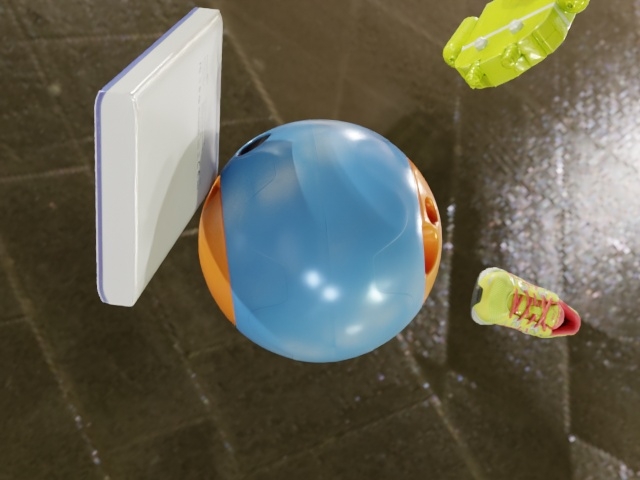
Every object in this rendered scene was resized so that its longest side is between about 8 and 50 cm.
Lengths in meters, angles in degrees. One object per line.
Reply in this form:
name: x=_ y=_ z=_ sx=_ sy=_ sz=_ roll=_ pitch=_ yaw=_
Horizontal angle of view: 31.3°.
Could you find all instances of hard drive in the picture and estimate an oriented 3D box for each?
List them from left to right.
hard drive: x=-0.159 y=-0.099 z=1.173 sx=0.040 sy=0.210 sz=0.318 roll=8 pitch=25 yaw=7

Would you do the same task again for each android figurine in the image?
android figurine: x=0.282 y=-0.309 z=1.619 sx=0.056 sy=0.248 sz=0.273 roll=49 pitch=49 yaw=-20

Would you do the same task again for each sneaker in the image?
sneaker: x=0.288 y=0.091 z=1.580 sx=0.209 sy=0.094 sz=0.081 roll=15 pitch=89 yaw=-45

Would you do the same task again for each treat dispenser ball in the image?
treat dispenser ball: x=0.000 y=0.000 z=1.360 sx=0.288 sy=0.288 sz=0.288 roll=23 pitch=46 yaw=-26
